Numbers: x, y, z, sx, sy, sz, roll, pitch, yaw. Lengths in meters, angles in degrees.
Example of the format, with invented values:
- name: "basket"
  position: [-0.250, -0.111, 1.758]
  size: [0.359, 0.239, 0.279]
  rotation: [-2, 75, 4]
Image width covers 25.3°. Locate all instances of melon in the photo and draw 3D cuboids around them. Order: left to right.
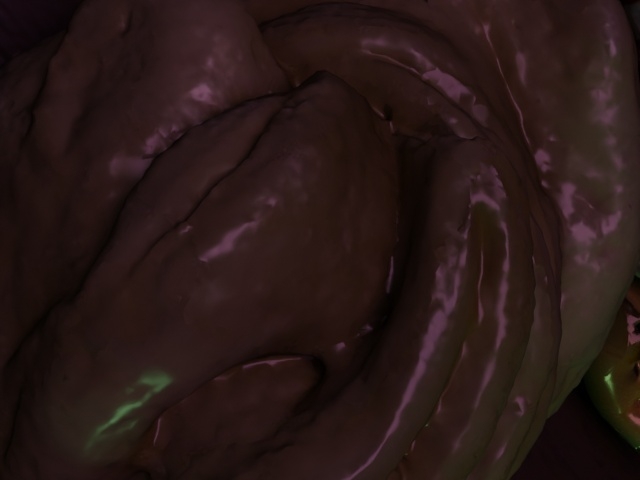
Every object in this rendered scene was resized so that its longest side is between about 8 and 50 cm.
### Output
- name: "melon"
  position: [0.232, 0.079, 0.875]
  size: [0.160, 0.079, 0.128]
  rotation: [45, 48, 13]

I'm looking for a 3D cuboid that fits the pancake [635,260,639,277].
- name: "pancake"
  position: [0.222, -0.005, 0.871]
  size: [0.129, 0.023, 0.116]
  rotation: [2, 50, -25]

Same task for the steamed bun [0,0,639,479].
- name: "steamed bun"
  position: [-0.002, 0.005, 0.691]
  size: [0.372, 0.230, 0.325]
  rotation: [-17, 93, -22]

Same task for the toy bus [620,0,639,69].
- name: "toy bus"
  position: [0.252, -0.173, 0.890]
  size: [0.077, 0.079, 0.174]
  rotation: [43, 74, -9]
